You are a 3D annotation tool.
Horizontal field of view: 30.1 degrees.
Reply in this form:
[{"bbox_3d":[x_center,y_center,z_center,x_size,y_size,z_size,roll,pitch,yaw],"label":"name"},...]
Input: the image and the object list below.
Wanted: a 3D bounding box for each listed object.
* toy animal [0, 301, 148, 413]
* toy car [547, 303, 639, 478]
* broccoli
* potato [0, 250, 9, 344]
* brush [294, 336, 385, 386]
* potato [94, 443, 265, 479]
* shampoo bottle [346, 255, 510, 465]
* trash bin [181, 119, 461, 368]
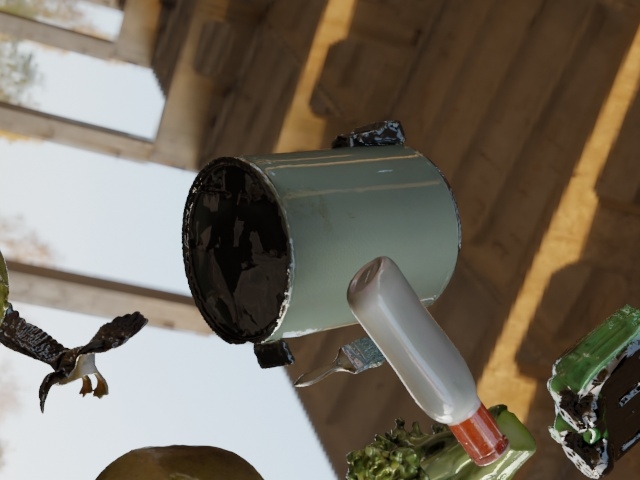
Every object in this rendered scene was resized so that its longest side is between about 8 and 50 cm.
[{"bbox_3d":[-0.399,0.207,1.945,0.272,0.160,0.197,-6,-122,21],"label":"toy animal"},{"bbox_3d":[0.458,0.242,1.920,0.213,0.359,0.176,-39,-130,-10],"label":"toy car"},{"bbox_3d":[0.158,0.291,1.502,0.243,0.263,0.247,-45,-161,31],"label":"broccoli"},{"bbox_3d":[-0.556,0.017,1.466,0.269,0.359,0.219,-18,-141,15],"label":"potato"},{"bbox_3d":[0.033,0.240,2.272,0.070,0.196,0.021,54,-29,28],"label":"brush"},{"bbox_3d":[-0.118,0.272,1.304,0.120,0.261,0.100,-6,-115,48],"label":"potato"},{"bbox_3d":[0.106,0.120,1.143,0.051,0.221,0.108,-33,-169,18],"label":"shampoo bottle"},{"bbox_3d":[0.000,0.000,1.418,0.217,0.262,0.277,-11,-93,52],"label":"trash bin"}]
